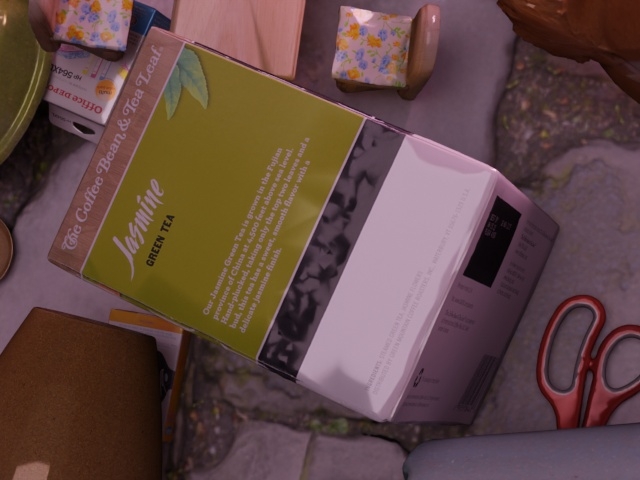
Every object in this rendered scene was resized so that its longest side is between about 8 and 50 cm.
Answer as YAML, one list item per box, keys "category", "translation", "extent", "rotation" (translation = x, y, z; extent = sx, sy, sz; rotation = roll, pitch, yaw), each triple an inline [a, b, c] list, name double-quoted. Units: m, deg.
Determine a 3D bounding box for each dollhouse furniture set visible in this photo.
- category: "dollhouse furniture set"
  translation: [-0.054, -0.351, 1.478]
  extent: [0.362, 0.256, 0.394]
  rotation: [8, 83, -3]

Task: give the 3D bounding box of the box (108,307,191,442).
- category: "box"
  translation: [-0.179, 0.140, 1.623]
  extent: [0.081, 0.028, 0.136]
  rotation: [10, 88, 17]

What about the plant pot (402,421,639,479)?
- category: "plant pot"
  translation: [0.242, 0.289, 1.339]
  extent: [0.334, 0.341, 0.341]
  rotation: [-3, 82, 21]

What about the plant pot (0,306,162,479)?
- category: "plant pot"
  translation: [-0.241, 0.197, 1.520]
  extent: [0.237, 0.237, 0.254]
  rotation: [14, 88, 17]

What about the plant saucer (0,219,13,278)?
- category: "plant saucer"
  translation: [-0.351, 0.011, 1.694]
  extent: [0.083, 0.015, 0.083]
  rotation: [-2, 82, 16]

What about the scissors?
- category: "scissors"
  translation: [0.223, 0.199, 1.507]
  extent: [0.109, 0.021, 0.297]
  rotation: [19, 91, 8]

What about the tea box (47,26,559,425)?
- category: "tea box"
  translation: [0.000, 0.000, 1.434]
  extent: [0.323, 0.329, 0.220]
  rotation: [25, 90, 18]

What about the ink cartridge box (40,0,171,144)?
- category: "ink cartridge box"
  translation: [-0.213, -0.169, 1.640]
  extent: [0.092, 0.090, 0.143]
  rotation: [23, 89, 17]

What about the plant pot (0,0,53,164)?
- category: "plant pot"
  translation: [-0.441, -0.204, 1.581]
  extent: [0.276, 0.254, 0.276]
  rotation: [-11, 70, 33]

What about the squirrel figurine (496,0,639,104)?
- category: "squirrel figurine"
  translation: [0.340, -0.309, 1.417]
  extent: [0.397, 0.281, 0.370]
  rotation: [21, 83, 15]
